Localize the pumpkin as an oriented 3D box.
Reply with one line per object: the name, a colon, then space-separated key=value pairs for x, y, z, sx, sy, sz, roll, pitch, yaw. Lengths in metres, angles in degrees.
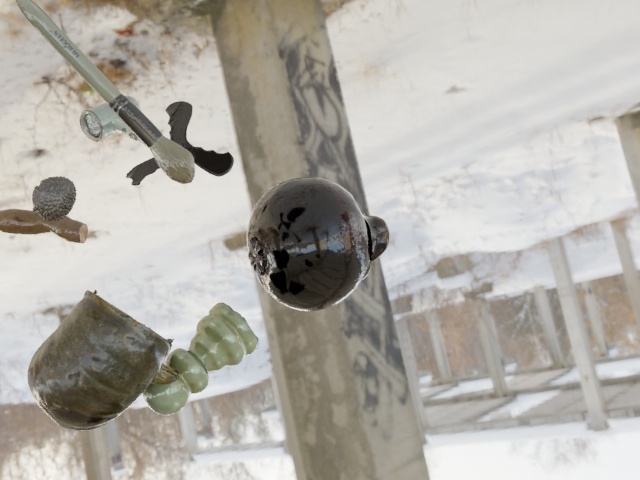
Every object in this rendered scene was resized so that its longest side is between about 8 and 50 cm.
pumpkin: x=-0.385 y=0.235 z=1.303 sx=0.242 sy=0.232 sz=0.325 roll=31 pitch=168 yaw=-7

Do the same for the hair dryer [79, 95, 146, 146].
hair dryer: x=-0.406 y=-0.249 z=1.616 sx=0.236 sy=0.073 sz=0.131 roll=25 pitch=-141 yaw=25

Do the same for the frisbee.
frisbee: x=-0.279 y=-0.162 z=1.348 sx=0.187 sy=0.211 sz=0.012 roll=-31 pitch=151 yaw=-7

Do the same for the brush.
brush: x=-0.261 y=-0.183 z=0.891 sx=0.039 sy=0.299 sz=0.042 roll=-34 pitch=-165 yaw=34

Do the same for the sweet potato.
sweet potato: x=-0.672 y=-0.044 z=1.657 sx=0.281 sy=0.067 sz=0.059 roll=8 pitch=148 yaw=4

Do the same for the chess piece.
chess piece: x=-0.254 y=0.248 z=1.468 sx=0.243 sy=0.133 sz=0.133 roll=-41 pitch=-172 yaw=-28

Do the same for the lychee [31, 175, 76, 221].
lychee: x=-0.443 y=-0.069 z=1.207 sx=0.083 sy=0.068 sz=0.067 roll=-39 pitch=137 yaw=7

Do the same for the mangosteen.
mangosteen: x=-0.003 y=0.007 z=1.575 sx=0.313 sy=0.297 sz=0.297 roll=1 pitch=172 yaw=-4
